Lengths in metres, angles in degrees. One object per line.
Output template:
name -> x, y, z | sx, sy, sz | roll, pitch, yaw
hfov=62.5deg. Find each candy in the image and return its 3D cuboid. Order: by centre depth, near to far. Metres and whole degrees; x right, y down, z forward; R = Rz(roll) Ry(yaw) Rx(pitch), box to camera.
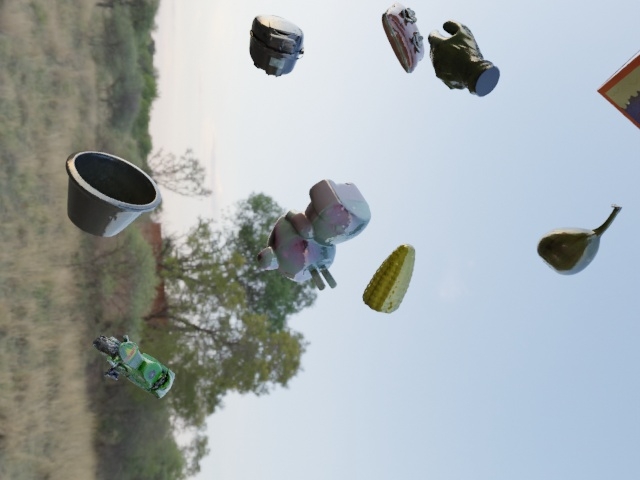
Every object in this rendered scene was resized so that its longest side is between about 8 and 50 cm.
candy -> 0.197, 0.099, 1.423 | 0.198, 0.106, 0.094 | -64, -158, 14

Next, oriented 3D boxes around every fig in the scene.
fig -> 0.771, -0.009, 1.547 | 0.259, 0.151, 0.151 | -43, -138, 22

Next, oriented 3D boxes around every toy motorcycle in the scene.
toy motorcycle -> -0.336, 0.238, 0.974 | 0.074, 0.106, 0.190 | -61, 139, -30

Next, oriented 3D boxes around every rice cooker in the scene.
rice cooker -> -0.114, -0.502, 1.342 | 0.203, 0.142, 0.118 | -99, -155, -49

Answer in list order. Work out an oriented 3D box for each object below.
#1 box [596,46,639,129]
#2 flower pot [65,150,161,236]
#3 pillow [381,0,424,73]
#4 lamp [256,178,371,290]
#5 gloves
box -> 0.941, -0.451, 1.259 | 0.257, 0.349, 0.318 | 45, -8, 8
flower pot -> -0.615, -0.119, 1.511 | 0.166, 0.269, 0.269 | -53, -144, 25
pillow -> 0.239, -0.572, 1.470 | 0.075, 0.171, 0.179 | -16, -63, 34
lamp -> 0.000, 0.000, 1.426 | 0.301, 0.247, 0.247 | -41, -108, 28
gloves -> 0.311, -0.418, 1.207 | 0.268, 0.107, 0.135 | -108, -155, -49
